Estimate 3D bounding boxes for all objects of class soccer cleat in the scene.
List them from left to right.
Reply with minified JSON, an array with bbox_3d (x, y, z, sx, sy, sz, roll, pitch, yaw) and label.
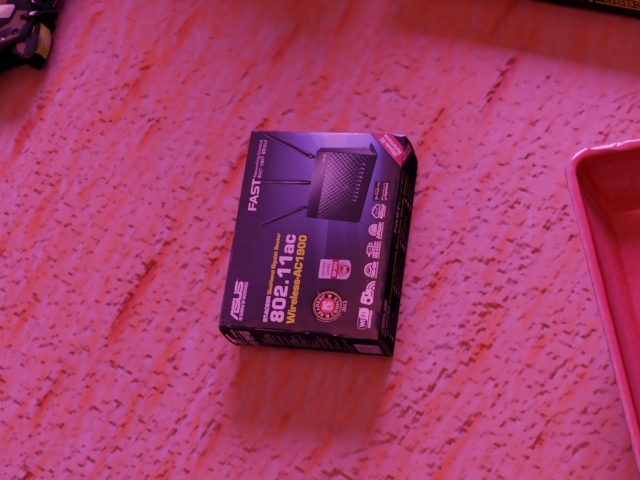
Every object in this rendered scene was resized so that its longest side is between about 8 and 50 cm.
[{"bbox_3d":[-0.189,-0.154,0.855,0.072,0.060,0.179,37,90,15],"label":"soccer cleat"}]

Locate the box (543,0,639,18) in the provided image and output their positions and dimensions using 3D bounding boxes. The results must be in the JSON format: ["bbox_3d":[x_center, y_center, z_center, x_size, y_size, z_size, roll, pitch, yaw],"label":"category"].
[{"bbox_3d":[0.155,-0.229,0.786,0.184,0.045,0.191,15,75,23],"label":"box"}]

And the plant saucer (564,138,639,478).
[{"bbox_3d":[0.265,0.060,0.626,0.258,0.048,0.259,-10,68,2],"label":"plant saucer"}]

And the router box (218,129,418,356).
[{"bbox_3d":[0.000,0.000,0.748,0.092,0.038,0.122,2,71,18],"label":"router box"}]
